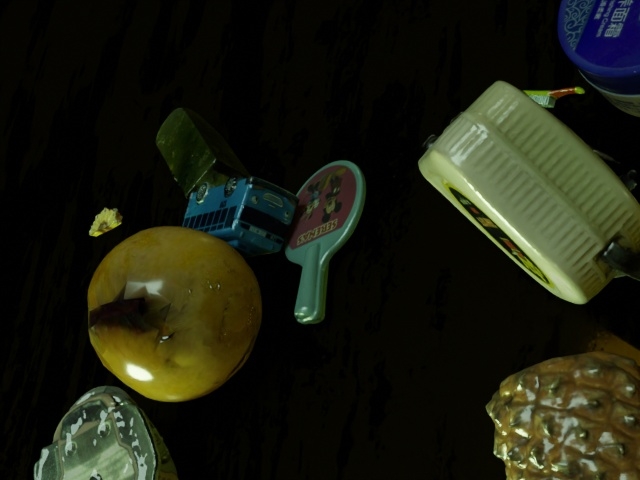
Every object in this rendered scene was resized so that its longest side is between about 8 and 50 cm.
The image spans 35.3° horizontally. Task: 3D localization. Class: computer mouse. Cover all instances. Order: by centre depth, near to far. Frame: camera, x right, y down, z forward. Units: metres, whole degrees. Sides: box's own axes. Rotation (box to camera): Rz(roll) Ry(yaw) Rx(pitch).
[{"bbox_3d":[-0.255,0.369,1.324,0.199,0.115,0.389,-31,56,17],"label":"computer mouse"}]

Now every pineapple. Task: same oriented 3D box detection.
[{"bbox_3d":[0.247,0.260,0.806,0.169,0.169,0.340,-34,52,29],"label":"pineapple"},{"bbox_3d":[-0.382,-0.036,1.798,0.083,0.019,0.045,-25,55,35],"label":"pineapple"}]

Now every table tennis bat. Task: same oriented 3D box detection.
[{"bbox_3d":[0.000,0.000,1.339,0.153,0.040,0.244,-23,47,42],"label":"table tennis bat"}]

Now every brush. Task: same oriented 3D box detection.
[{"bbox_3d":[0.268,-0.165,1.159,0.083,0.019,0.021,3,79,49],"label":"brush"}]

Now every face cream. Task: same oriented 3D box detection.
[{"bbox_3d":[0.357,-0.229,1.027,0.206,0.111,0.206,-26,50,35],"label":"face cream"}]

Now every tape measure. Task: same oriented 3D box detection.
[{"bbox_3d":[0.217,-0.046,0.998,0.133,0.231,0.271,-46,1,0],"label":"tape measure"}]

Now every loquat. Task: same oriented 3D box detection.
[{"bbox_3d":[-0.191,0.094,1.331,0.235,0.235,0.235,-27,48,35],"label":"loquat"}]

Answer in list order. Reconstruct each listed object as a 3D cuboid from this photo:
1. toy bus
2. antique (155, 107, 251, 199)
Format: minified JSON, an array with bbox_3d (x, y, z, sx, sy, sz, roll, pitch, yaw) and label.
[{"bbox_3d":[-0.118,-0.028,1.424,0.185,0.090,0.106,-9,60,56],"label":"toy bus"},{"bbox_3d":[-0.192,-0.134,1.602,0.081,0.080,0.221,-49,38,11],"label":"antique"}]
